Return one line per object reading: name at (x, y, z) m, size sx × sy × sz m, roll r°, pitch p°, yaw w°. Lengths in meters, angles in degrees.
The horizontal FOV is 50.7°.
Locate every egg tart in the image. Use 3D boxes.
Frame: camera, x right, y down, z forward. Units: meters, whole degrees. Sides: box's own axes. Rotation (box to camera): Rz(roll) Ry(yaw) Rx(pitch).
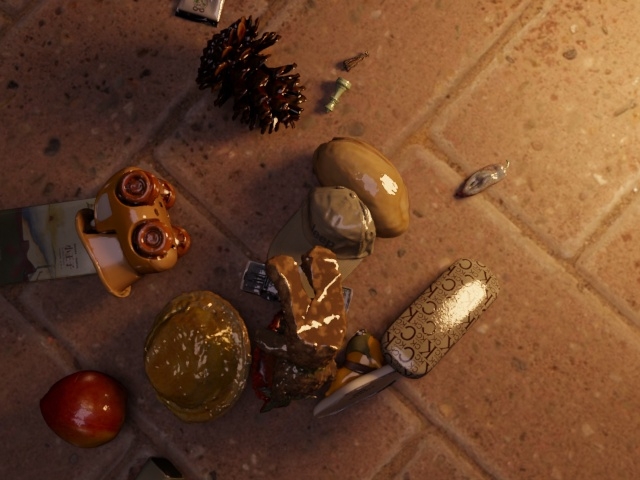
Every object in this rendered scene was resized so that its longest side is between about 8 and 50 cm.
egg tart at (-0.310, 0.276, 1.591) m, size 0.319 × 0.128 × 0.319 m, roll -2°, pitch 85°, yaw 23°

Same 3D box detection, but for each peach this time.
peach at (-0.561, 0.395, 1.603) m, size 0.197 × 0.197 × 0.197 m, roll 0°, pitch 84°, yaw 3°

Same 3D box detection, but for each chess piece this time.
chess piece at (0.040, -0.366, 1.720) m, size 0.042 × 0.042 × 0.093 m, roll 30°, pitch 92°, yaw 5°

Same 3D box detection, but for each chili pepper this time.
chili pepper at (0.406, -0.153, 1.679) m, size 0.153 × 0.041 × 0.050 m, roll -28°, pitch 42°, yaw 0°

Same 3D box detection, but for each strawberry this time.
strawberry at (-0.109, 0.285, 1.619) m, size 0.174 × 0.098 × 0.228 m, roll -5°, pitch 71°, yaw -35°

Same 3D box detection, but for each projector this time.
projector at (-0.390, 0.577, 1.618) m, size 0.083 × 0.083 × 0.082 m, roll 33°, pitch 86°, yaw 31°

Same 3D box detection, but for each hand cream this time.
hand cream at (-0.270, -0.729, 1.764) m, size 0.121 × 0.076 × 0.336 m, roll 20°, pitch 92°, yaw 10°

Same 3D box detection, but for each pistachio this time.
pistachio at (0.106, -0.130, 1.634) m, size 0.293 × 0.162 × 0.181 m, roll 45°, pitch 125°, yaw 3°

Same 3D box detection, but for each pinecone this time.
pinecone at (-0.154, -0.389, 1.644) m, size 0.292 × 0.246 × 0.246 m, roll 44°, pitch 88°, yaw -13°

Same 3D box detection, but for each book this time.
book at (-0.697, 0.005, 1.725) m, size 0.289 × 0.026 × 0.201 m, roll -9°, pitch 83°, yaw 3°

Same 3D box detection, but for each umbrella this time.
umbrella at (0.089, -0.461, 1.737) m, size 0.083 × 0.020 × 0.031 m, roll -30°, pitch 84°, yaw -6°

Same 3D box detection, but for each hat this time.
hat at (0.000, 0.000, 1.559) m, size 0.214 × 0.149 × 0.244 m, roll 35°, pitch 66°, yaw 12°

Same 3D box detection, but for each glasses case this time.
glasses case at (0.282, 0.175, 1.579) m, size 0.137 × 0.085 × 0.355 m, roll 43°, pitch 63°, yaw 13°

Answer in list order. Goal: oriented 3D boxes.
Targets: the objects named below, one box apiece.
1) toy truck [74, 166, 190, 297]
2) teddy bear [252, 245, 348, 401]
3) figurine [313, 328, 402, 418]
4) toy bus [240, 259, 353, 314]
toy truck at (-0.445, -0.027, 1.628) m, size 0.212 × 0.204 × 0.288 m, roll -21°, pitch 85°, yaw 3°
teddy bear at (-0.042, 0.185, 1.504) m, size 0.246 × 0.222 × 0.296 m, roll -11°, pitch 75°, yaw -37°
figurine at (0.069, 0.305, 1.606) m, size 0.250 × 0.166 × 0.141 m, roll -28°, pitch 68°, yaw 2°
toy bus at (-0.056, 0.123, 1.642) m, size 0.268 × 0.106 × 0.092 m, roll 15°, pitch 80°, yaw 7°
